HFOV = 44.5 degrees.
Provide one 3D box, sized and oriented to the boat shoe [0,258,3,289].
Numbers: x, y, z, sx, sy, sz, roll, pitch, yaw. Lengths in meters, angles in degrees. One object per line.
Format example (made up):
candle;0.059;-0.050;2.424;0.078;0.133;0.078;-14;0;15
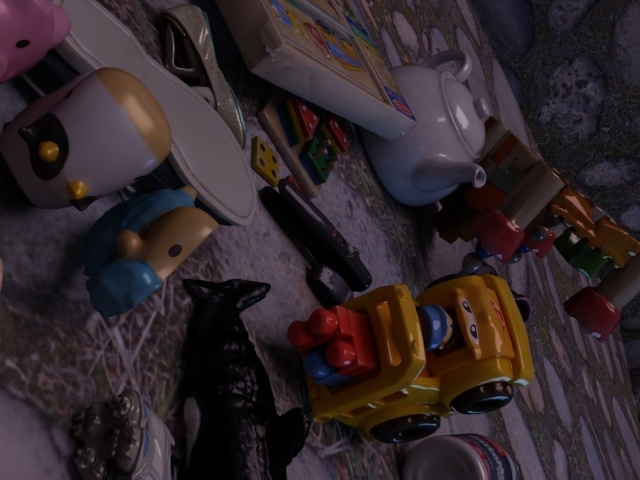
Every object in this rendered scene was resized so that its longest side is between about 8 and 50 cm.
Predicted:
boat shoe;-0.218;0.066;0.417;0.063;0.059;0.170;48;32;-38

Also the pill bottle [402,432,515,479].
pill bottle;0.187;0.303;1.005;0.180;0.107;0.108;21;53;-59

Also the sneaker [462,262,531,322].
sneaker;0.310;0.120;1.367;0.112;0.131;0.319;62;25;-15

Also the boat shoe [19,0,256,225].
boat shoe;-0.151;-0.092;0.653;0.254;0.079;0.095;43;37;-40

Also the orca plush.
orca plush;-0.043;0.155;0.655;0.151;0.102;0.287;43;35;-43

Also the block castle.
block castle;0.362;-0.028;1.383;0.303;0.213;0.453;37;16;-12

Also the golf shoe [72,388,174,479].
golf shoe;-0.122;0.191;0.516;0.086;0.069;0.176;50;31;-47

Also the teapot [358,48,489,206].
teapot;0.188;-0.192;1.294;0.252;0.187;0.256;-16;85;-66

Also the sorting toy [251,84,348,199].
sorting toy;-0.016;-0.139;1.004;0.132;0.046;0.275;57;28;-24

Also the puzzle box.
puzzle box;-0.019;-0.290;1.045;0.409;0.052;0.272;9;52;-62

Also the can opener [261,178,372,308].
can opener;0.000;0.000;0.914;0.186;0.059;0.073;56;28;-27

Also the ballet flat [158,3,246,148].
ballet flat;-0.127;-0.164;0.808;0.052;0.057;0.168;-13;78;-37

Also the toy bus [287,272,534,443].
toy bus;0.077;0.109;0.814;0.211;0.220;0.150;27;44;-47

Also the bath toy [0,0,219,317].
bath toy;-0.206;-0.117;0.492;0.348;0.151;0.129;56;39;-19
